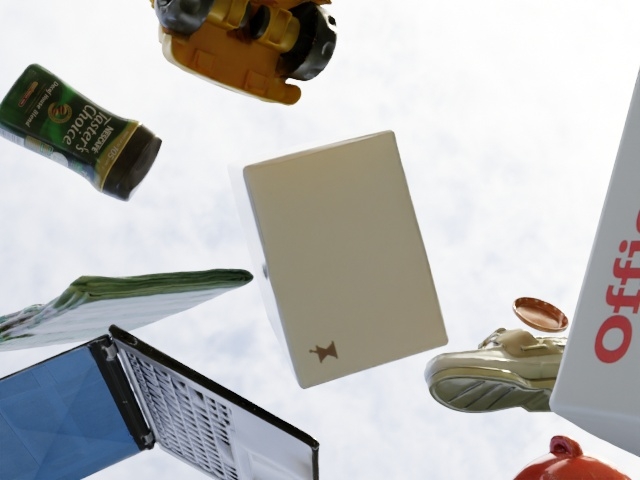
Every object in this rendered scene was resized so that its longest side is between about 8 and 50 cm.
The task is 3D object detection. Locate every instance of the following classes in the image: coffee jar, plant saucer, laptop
[{"bbox_3d":[-0.285,-0.126,1.279,0.184,0.079,0.096,29,-113,-4],"label":"coffee jar"},{"bbox_3d":[0.310,0.107,1.525,0.084,0.013,0.083,14,-155,-7],"label":"plant saucer"},{"bbox_3d":[-0.231,0.290,1.262,0.408,0.382,0.236,27,-115,14],"label":"laptop"}]

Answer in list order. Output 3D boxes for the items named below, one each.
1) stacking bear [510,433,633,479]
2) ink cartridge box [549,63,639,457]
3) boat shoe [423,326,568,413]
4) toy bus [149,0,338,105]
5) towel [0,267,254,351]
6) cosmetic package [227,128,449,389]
[{"bbox_3d":[0.186,0.292,0.920,0.164,0.289,0.175,-7,-137,-21],"label":"stacking bear"},{"bbox_3d":[0.241,-0.004,0.365,0.122,0.289,0.211,27,-106,-32],"label":"ink cartridge box"},{"bbox_3d":[0.266,0.184,1.560,0.302,0.113,0.103,11,-126,-35],"label":"boat shoe"},{"bbox_3d":[-0.083,-0.237,0.925,0.150,0.211,0.220,17,-91,-36],"label":"toy bus"},{"bbox_3d":[-0.278,0.088,1.376,0.248,0.325,0.038,-3,-104,-42],"label":"towel"},{"bbox_3d":[0.000,0.000,1.259,0.162,0.453,0.230,-15,-83,-5],"label":"cosmetic package"}]
